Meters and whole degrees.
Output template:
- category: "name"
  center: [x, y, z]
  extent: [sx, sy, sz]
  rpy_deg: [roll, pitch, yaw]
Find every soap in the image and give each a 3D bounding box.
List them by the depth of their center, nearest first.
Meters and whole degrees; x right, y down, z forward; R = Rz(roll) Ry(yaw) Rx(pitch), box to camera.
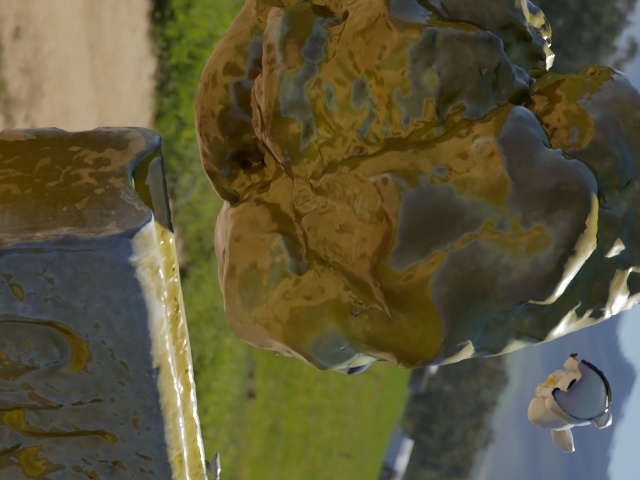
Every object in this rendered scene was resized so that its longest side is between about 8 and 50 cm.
- category: "soap"
  center: [-0.149, 0.071, 0.746]
  extent: [0.089, 0.174, 0.274]
  rpy_deg: [-92, 179, -47]

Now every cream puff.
- category: "cream puff"
  center: [0.062, -0.067, 0.925]
  extent: [0.324, 0.291, 0.257]
  rpy_deg: [-128, -156, -81]

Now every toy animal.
- category: "toy animal"
  center: [0.263, 0.172, 1.565]
  extent: [0.071, 0.085, 0.124]
  rpy_deg: [-65, -174, -21]

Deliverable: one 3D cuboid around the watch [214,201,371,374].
- category: "watch"
  center: [0.000, 0.000, 1.518]
  extent: [0.244, 0.231, 0.196]
  rpy_deg: [-58, 179, -30]
